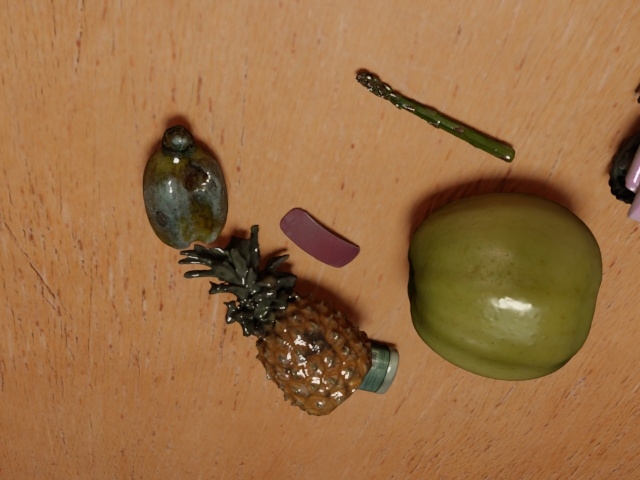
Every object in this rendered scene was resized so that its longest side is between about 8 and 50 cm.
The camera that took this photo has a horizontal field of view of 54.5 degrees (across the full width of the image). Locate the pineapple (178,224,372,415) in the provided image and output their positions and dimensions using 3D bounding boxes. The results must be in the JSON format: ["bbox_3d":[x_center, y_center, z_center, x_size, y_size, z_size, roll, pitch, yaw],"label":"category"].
[{"bbox_3d":[-0.073,0.114,0.960,0.340,0.169,0.169,44,120,-11],"label":"pineapple"}]

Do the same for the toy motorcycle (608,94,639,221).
[{"bbox_3d":[0.456,-0.146,0.705,0.143,0.188,0.327,19,129,-11],"label":"toy motorcycle"}]

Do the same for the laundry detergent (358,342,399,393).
[{"bbox_3d":[0.020,0.212,1.104,0.225,0.070,0.099,13,128,-12],"label":"laundry detergent"}]

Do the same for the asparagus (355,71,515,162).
[{"bbox_3d":[0.151,-0.158,0.805,0.248,0.024,0.025,23,121,-17],"label":"asparagus"}]

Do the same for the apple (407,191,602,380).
[{"bbox_3d":[0.252,0.065,0.875,0.278,0.279,0.279,0,132,0],"label":"apple"}]

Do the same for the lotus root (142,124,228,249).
[{"bbox_3d":[-0.184,-0.069,0.845,0.113,0.088,0.192,-10,132,-12],"label":"lotus root"}]

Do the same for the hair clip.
[{"bbox_3d":[0.001,0.001,0.949,0.137,0.022,0.054,34,121,-26],"label":"hair clip"}]
